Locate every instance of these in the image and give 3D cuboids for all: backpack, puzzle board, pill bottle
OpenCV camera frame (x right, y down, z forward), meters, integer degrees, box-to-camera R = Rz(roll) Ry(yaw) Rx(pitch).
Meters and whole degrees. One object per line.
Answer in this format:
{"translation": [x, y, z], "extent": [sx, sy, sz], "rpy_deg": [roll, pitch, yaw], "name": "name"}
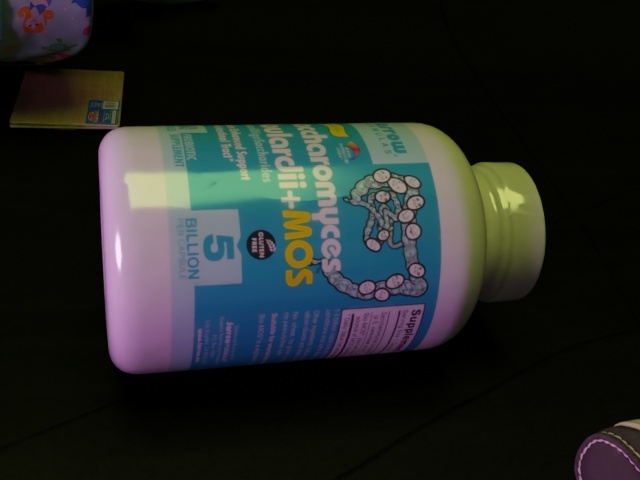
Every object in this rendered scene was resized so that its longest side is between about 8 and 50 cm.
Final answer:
{"translation": [-0.307, -0.268, 0.768], "extent": [0.191, 0.225, 0.253], "rpy_deg": [-15, 21, -36], "name": "backpack"}
{"translation": [-0.240, -0.136, 0.814], "extent": [0.096, 0.011, 0.128], "rpy_deg": [1, 34, -12], "name": "puzzle board"}
{"translation": [0.000, 0.000, 0.525], "extent": [0.264, 0.146, 0.146], "rpy_deg": [-3, 34, -15], "name": "pill bottle"}

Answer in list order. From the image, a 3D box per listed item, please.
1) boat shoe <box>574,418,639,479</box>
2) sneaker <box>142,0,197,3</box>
{"translation": [0.159, 0.168, 0.359], "extent": [0.073, 0.080, 0.224], "rpy_deg": [2, 37, -17], "name": "boat shoe"}
{"translation": [-0.216, -0.312, 0.993], "extent": [0.255, 0.094, 0.151], "rpy_deg": [5, 33, -36], "name": "sneaker"}
